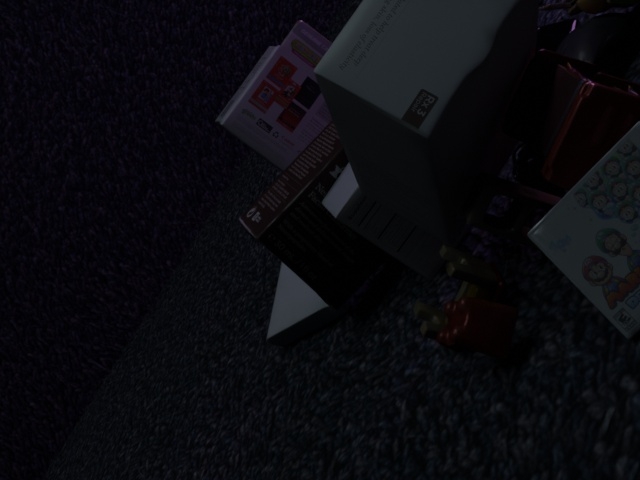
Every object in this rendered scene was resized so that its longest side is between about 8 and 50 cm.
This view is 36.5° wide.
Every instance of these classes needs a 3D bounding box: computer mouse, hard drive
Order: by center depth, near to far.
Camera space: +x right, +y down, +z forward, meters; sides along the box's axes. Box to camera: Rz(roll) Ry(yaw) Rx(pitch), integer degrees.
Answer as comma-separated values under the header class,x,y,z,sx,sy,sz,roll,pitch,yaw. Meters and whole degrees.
class,x,y,z,sx,sy,sz,roll,pitch,yaw
computer mouse,0.347,-0.215,1.319,0.272,0.072,0.188,-60,16,-20
hard drive,0.000,0.000,1.781,0.233,0.047,0.353,-34,39,52

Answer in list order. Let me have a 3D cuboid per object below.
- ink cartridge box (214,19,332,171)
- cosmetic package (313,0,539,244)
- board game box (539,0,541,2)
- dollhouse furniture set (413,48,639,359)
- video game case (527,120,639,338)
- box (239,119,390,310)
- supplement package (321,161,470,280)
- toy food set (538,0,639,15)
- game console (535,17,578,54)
class,x,y,z,sx,sy,sz,roll,pitch,yaw
ink cartridge box,-0.015,-0.264,2.044,0.272,0.309,0.130,-53,15,1
cosmetic package,0.139,-0.165,1.160,0.217,0.156,0.385,-55,-19,-10
board game box,0.291,-0.420,1.876,0.224,0.097,0.303,-56,15,-8
dollhouse furniture set,0.257,-0.009,1.090,0.201,0.152,0.374,-97,27,-67
video game case,0.301,-0.010,0.928,0.157,0.143,0.019,-48,-21,20
box,0.076,-0.095,1.542,0.381,0.191,0.143,-47,23,-1
supplement package,0.109,-0.039,1.433,0.105,0.179,0.105,-55,18,6
toy food set,0.409,-0.334,1.356,0.192,0.132,0.038,173,88,-67
game console,0.358,-0.289,1.557,0.107,0.071,0.122,98,-169,-48
